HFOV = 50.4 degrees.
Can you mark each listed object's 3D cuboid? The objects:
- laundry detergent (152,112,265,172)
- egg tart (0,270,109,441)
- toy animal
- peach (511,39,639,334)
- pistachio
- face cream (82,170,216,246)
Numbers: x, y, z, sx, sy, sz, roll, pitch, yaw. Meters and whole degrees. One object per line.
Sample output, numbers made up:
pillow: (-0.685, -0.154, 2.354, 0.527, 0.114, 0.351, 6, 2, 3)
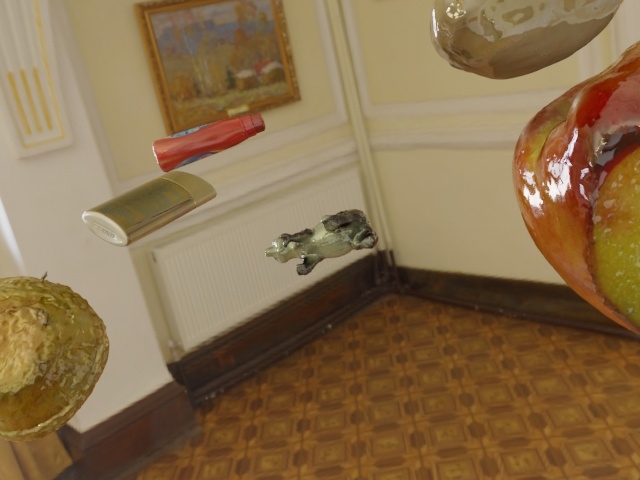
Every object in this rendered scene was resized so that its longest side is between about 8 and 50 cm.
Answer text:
laundry detergent: (-0.162, -0.149, 1.009, 0.166, 0.049, 0.097, -19, 11, -4)
egg tart: (-0.583, 0.203, 1.270, 0.352, 0.153, 0.339, 15, 63, 1)
toy animal: (0.000, 0.000, 1.332, 0.225, 0.093, 0.121, -22, 7, 11)
peach: (0.426, -0.072, 0.845, 0.335, 0.406, 0.310, -48, 26, 24)
pistachio: (0.227, -0.262, 0.762, 0.238, 0.153, 0.137, -14, 34, -18)
face cream: (-0.376, -0.080, 1.526, 0.139, 0.067, 0.285, 27, 38, 23)
